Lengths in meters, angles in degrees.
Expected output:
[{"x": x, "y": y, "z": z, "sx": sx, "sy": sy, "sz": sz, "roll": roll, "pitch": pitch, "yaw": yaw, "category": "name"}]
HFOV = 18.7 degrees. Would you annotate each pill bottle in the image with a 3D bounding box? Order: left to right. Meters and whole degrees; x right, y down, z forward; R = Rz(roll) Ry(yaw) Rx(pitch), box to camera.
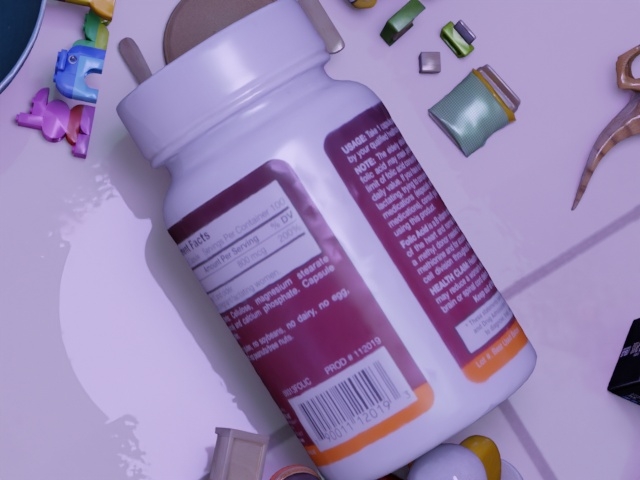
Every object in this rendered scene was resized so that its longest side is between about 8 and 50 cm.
[{"x": 0.000, "y": 0.000, "z": 1.719, "sx": 0.224, "sy": 0.224, "sz": 0.392, "roll": -32, "pitch": 91, "yaw": -12, "category": "pill bottle"}]

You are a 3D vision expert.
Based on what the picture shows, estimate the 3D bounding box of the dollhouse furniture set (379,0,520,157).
[{"x": 0.125, "y": -0.161, "z": 1.857, "sx": 0.076, "sy": 0.058, "sz": 0.152, "roll": -41, "pitch": 89, "yaw": -12, "category": "dollhouse furniture set"}]

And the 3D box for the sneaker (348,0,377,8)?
[{"x": 0.111, "y": -0.287, "z": 1.871, "sx": 0.225, "sy": 0.088, "sz": 0.093, "roll": -21, "pitch": 106, "yaw": -11, "category": "sneaker"}]

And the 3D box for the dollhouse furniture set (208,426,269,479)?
[{"x": -0.056, "y": 0.273, "z": 1.768, "sx": 0.161, "sy": 0.101, "sz": 0.182, "roll": 17, "pitch": 78, "yaw": -31, "category": "dollhouse furniture set"}]

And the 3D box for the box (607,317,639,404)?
[{"x": 0.378, "y": 0.135, "z": 1.807, "sx": 0.180, "sy": 0.147, "sz": 0.078, "roll": 24, "pitch": 79, "yaw": -5, "category": "box"}]

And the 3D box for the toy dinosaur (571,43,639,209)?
[{"x": 0.315, "y": -0.128, "z": 1.879, "sx": 0.211, "sy": 0.064, "sz": 0.112, "roll": -26, "pitch": 88, "yaw": -11, "category": "toy dinosaur"}]

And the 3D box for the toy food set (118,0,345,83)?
[{"x": -0.085, "y": -0.181, "z": 1.843, "sx": 0.192, "sy": 0.038, "sz": 0.132, "roll": -29, "pitch": 82, "yaw": -1, "category": "toy food set"}]

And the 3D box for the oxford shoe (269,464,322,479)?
[{"x": 0.009, "y": 0.328, "z": 1.685, "sx": 0.097, "sy": 0.098, "sz": 0.271, "roll": -11, "pitch": 93, "yaw": -33, "category": "oxford shoe"}]

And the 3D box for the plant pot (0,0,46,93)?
[{"x": -0.387, "y": -0.212, "z": 1.715, "sx": 0.290, "sy": 0.195, "sz": 0.290, "roll": 1, "pitch": 82, "yaw": -9, "category": "plant pot"}]

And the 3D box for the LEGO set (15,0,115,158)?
[{"x": -0.239, "y": -0.202, "z": 1.793, "sx": 0.093, "sy": 0.087, "sz": 0.227, "roll": 11, "pitch": 79, "yaw": -7, "category": "LEGO set"}]

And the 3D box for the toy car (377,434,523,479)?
[{"x": 0.098, "y": 0.261, "z": 1.761, "sx": 0.136, "sy": 0.159, "sz": 0.182, "roll": 7, "pitch": 79, "yaw": 27, "category": "toy car"}]
